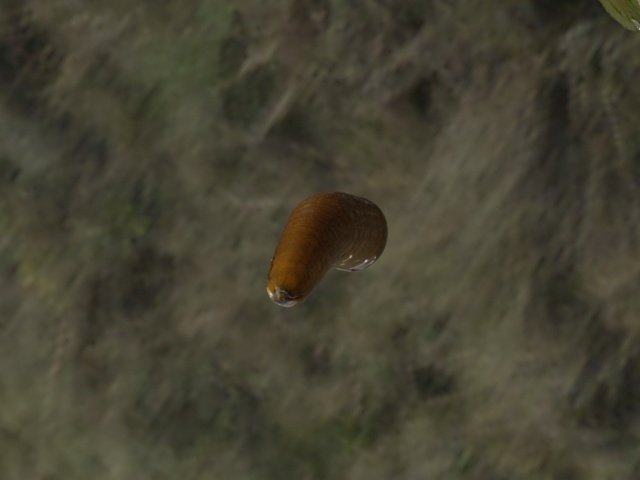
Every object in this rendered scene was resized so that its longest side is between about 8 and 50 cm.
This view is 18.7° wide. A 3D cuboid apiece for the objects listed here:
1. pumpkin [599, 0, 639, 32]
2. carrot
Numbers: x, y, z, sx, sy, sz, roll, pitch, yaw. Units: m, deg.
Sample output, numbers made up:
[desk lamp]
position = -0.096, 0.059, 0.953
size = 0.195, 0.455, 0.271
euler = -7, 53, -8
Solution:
[pumpkin]
position = 0.087, -0.232, 0.634
size = 0.332, 0.199, 0.332
euler = 58, -178, -4
[carrot]
position = 0.000, 0.000, 1.418
size = 0.062, 0.066, 0.271
euler = 26, -171, 11
